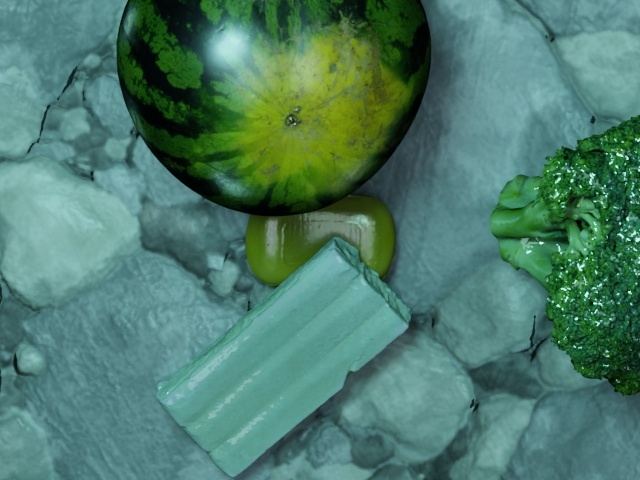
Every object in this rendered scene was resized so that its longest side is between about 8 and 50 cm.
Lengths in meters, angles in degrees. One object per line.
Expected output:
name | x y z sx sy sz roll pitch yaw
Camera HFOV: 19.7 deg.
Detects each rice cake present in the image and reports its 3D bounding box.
rice cake | -0.033 0.111 1.703 0.237 0.043 0.127 -39 115 10

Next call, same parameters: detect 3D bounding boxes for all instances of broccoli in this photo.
broccoli | 0.277 0.001 1.649 0.242 0.269 0.261 4 125 29

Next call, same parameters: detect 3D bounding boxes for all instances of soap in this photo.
soap | 0.000 0.000 1.706 0.140 0.045 0.088 2 97 -6

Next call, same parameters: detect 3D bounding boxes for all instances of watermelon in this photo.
watermelon | -0.038 -0.151 1.576 0.269 0.269 0.269 -1 99 -4
